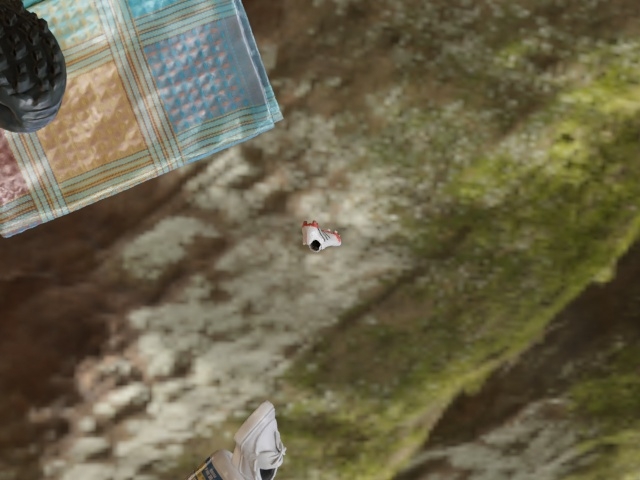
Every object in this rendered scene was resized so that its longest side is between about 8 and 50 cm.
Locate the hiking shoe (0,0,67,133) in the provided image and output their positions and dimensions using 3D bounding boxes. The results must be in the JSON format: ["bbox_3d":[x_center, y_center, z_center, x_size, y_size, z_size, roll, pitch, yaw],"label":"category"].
[{"bbox_3d":[-0.327,-0.158,1.392,0.304,0.113,0.132,37,-51,37],"label":"hiking shoe"}]

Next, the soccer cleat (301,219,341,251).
[{"bbox_3d":[0.000,0.000,2.006,0.029,0.083,0.035,-2,-106,28],"label":"soccer cleat"}]

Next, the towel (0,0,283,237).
[{"bbox_3d":[-0.246,-0.181,1.799,0.040,0.370,0.271,-129,-163,-60],"label":"towel"}]

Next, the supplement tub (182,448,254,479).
[{"bbox_3d":[-0.174,0.427,2.333,0.200,0.144,0.144,-42,-135,0],"label":"supplement tub"}]

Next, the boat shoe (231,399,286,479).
[{"bbox_3d":[-0.074,0.266,1.990,0.063,0.066,0.184,38,-33,13],"label":"boat shoe"}]
